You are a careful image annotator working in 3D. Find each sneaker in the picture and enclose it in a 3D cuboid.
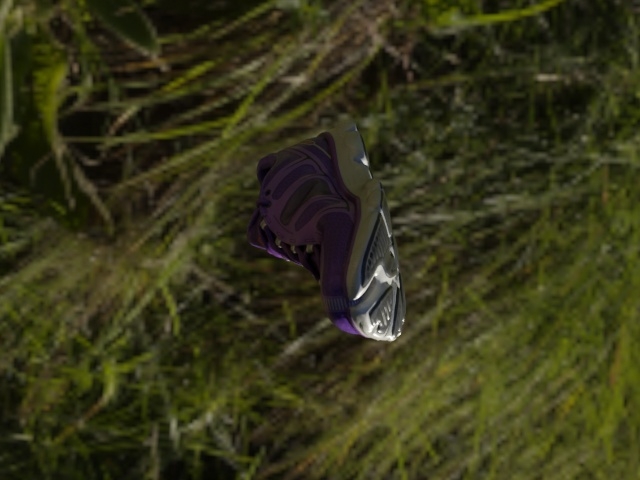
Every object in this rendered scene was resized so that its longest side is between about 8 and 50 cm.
[{"bbox_3d":[0.000,0.000,0.685,0.170,0.071,0.068,-107,-177,-64],"label":"sneaker"}]
